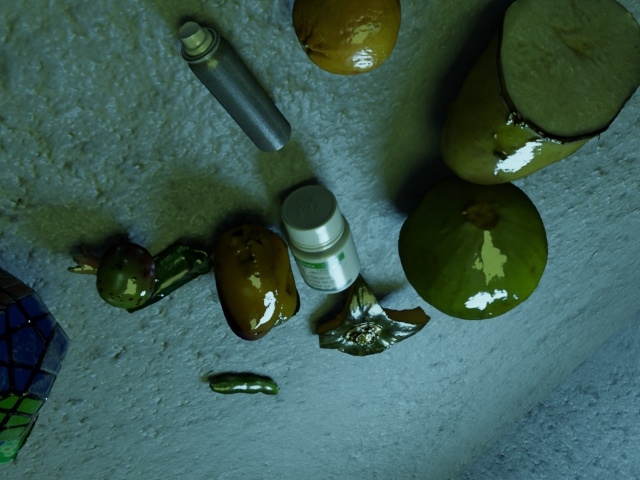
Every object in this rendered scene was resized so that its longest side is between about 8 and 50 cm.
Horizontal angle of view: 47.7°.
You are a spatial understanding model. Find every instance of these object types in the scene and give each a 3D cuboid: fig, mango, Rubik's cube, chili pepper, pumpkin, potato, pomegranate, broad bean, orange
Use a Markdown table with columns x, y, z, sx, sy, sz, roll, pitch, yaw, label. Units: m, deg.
| x | y | z | sx | sy | sz | roll | pitch | yaw | label |
| --- | --- | --- | --- | --- | --- | --- | --- | --- | --- |
| 0.337 | 0.004 | 1.572 | 0.343 | 0.343 | 0.343 | -17 | 142 | -14 | fig |
| -0.133 | 0.088 | 1.502 | 0.152 | 0.201 | 0.287 | -3 | 131 | 7 | mango |
| -0.605 | 0.204 | 1.269 | 0.264 | 0.319 | 0.319 | -13 | 150 | 26 | Rubik's cube |
| -0.311 | 0.081 | 1.482 | 0.216 | 0.062 | 0.108 | -34 | 143 | 10 | chili pepper |
| 0.113 | 0.215 | 1.882 | 0.290 | 0.095 | 0.258 | 26 | 130 | -37 | pumpkin |
| 0.395 | -0.285 | 1.414 | 0.397 | 0.290 | 0.296 | -55 | -174 | -26 | potato |
| -0.387 | 0.058 | 1.373 | 0.129 | 0.159 | 0.129 | -62 | 174 | -12 | pomegranate |
| -0.191 | 0.388 | 1.930 | 0.254 | 0.046 | 0.065 | 15 | 138 | -44 | broad bean |
| 0.038 | -0.341 | 1.110 | 0.155 | 0.177 | 0.177 | -22 | 147 | -38 | orange |

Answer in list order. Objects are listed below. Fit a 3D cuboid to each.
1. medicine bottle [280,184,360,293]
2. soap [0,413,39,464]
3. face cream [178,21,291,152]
| x | y | z | sx | sy | sz | roll | pitch | yaw | label |
| --- | --- | --- | --- | --- | --- | --- | --- | --- | --- |
| 0.000 | 0.000 | 1.518 | 0.139 | 0.139 | 0.237 | -26 | 145 | -3 | medicine bottle |
| -0.699 | 0.359 | 1.533 | 0.218 | 0.098 | 0.273 | 14 | 124 | -34 | soap |
| -0.140 | -0.250 | 1.190 | 0.073 | 0.073 | 0.283 | -34 | 143 | 7 | face cream |
